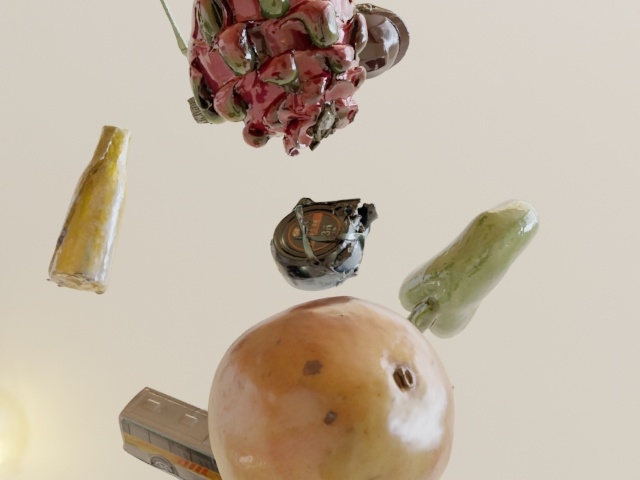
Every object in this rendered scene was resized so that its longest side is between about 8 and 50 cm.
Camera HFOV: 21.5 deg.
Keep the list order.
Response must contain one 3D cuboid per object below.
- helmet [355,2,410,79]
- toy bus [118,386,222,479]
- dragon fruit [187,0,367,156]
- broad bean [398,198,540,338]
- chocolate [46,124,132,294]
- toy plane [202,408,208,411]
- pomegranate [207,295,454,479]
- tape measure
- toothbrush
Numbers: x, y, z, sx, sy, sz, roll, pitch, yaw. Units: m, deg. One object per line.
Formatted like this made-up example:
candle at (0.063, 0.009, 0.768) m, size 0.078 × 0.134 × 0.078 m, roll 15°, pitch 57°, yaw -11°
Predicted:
helmet at (0.046, -0.242, 2.116) m, size 0.123 × 0.098 × 0.070 m, roll -1°, pitch -148°, yaw 15°
toy bus at (-0.104, 0.192, 1.538) m, size 0.172 × 0.072 × 0.057 m, roll 18°, pitch -134°, yaw 30°
dragon fruit at (-0.042, -0.227, 1.661) m, size 0.198 × 0.273 × 0.218 m, roll 23°, pitch -143°, yaw 28°
broad bean at (0.184, 0.034, 2.119) m, size 0.228 × 0.100 × 0.169 m, roll -52°, pitch -179°, yaw 10°
chocolate at (-0.287, -0.044, 2.169) m, size 0.085 × 0.219 × 0.085 m, roll 11°, pitch 164°, yaw 3°
toy plane at (-0.075, 0.245, 2.085) m, size 0.244 × 0.117 × 0.245 m, roll -18°, pitch 178°, yaw -1°
pomegranate at (0.009, 0.137, 1.253) m, size 0.191 × 0.191 × 0.191 m, roll -13°, pitch -172°, yaw 2°
tape measure at (-0.001, 0.001, 1.545) m, size 0.091 × 0.054 × 0.094 m, roll 5°, pitch -133°, yaw 25°
toothbrush at (-0.193, -0.278, 2.228) m, size 0.028 × 0.294 × 0.026 m, roll -20°, pitch -150°, yaw -4°
